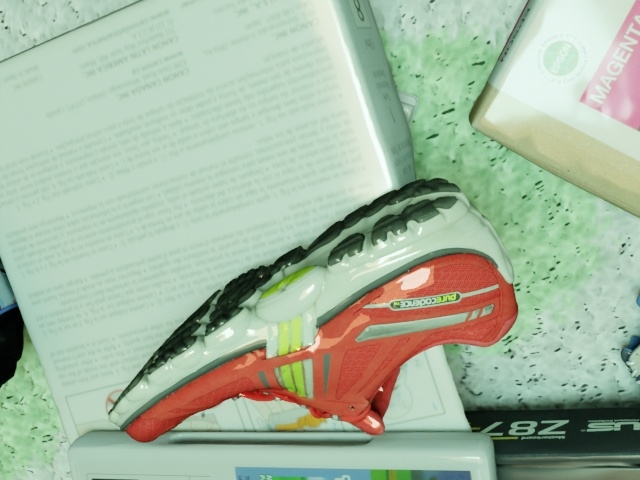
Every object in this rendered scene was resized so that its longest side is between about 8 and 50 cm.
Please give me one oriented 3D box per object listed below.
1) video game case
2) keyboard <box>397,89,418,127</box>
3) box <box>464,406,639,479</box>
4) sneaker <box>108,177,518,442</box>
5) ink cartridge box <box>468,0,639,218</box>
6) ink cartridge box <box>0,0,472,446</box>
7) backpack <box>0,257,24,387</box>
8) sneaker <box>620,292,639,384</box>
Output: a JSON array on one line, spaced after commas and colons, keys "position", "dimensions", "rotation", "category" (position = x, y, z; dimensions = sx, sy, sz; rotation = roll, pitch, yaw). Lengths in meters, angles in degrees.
[{"position": [-0.014, 0.290, 0.621], "dimensions": [0.299, 0.036, 0.329], "rotation": [-4, 103, 18], "category": "video game case"}, {"position": [0.000, 0.000, 0.681], "dimensions": [0.072, 0.014, 0.256], "rotation": [22, 104, 11], "category": "keyboard"}, {"position": [0.143, 0.323, 0.654], "dimensions": [0.318, 0.097, 0.395], "rotation": [-5, 101, 24], "category": "box"}, {"position": [-0.010, 0.075, 0.529], "dimensions": [0.279, 0.107, 0.118], "rotation": [-29, 101, 24], "category": "sneaker"}, {"position": [0.233, -0.136, 0.570], "dimensions": [0.193, 0.088, 0.235], "rotation": [27, 105, 3], "category": "ink cartridge box"}, {"position": [-0.069, 0.020, 0.635], "dimensions": [0.308, 0.091, 0.385], "rotation": [-16, 98, 21], "category": "ink cartridge box"}, {"position": [-0.354, 0.056, 0.630], "dimensions": [0.276, 0.263, 0.213], "rotation": [-22, 91, 11], "category": "backpack"}, {"position": [0.248, 0.093, 0.637], "dimensions": [0.058, 0.052, 0.135], "rotation": [6, 105, 26], "category": "sneaker"}]
